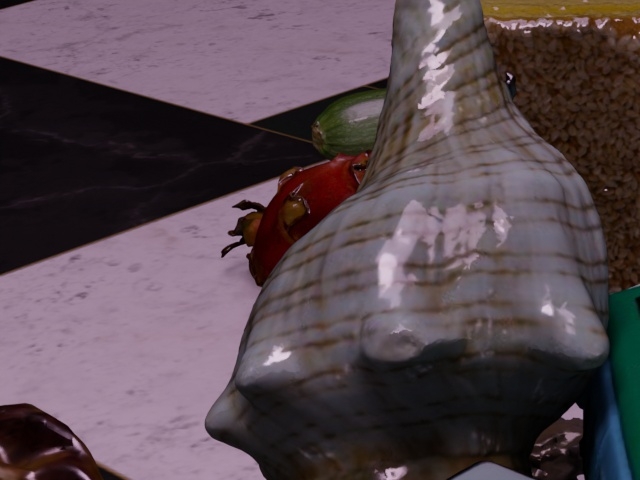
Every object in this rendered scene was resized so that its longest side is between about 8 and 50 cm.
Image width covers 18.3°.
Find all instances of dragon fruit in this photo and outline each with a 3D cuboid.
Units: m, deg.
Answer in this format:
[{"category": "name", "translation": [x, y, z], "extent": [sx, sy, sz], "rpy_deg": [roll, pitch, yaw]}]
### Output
[{"category": "dragon fruit", "translation": [0.000, 0.000, 1.422], "extent": [0.125, 0.125, 0.246], "rpy_deg": [-40, 25, -24]}]

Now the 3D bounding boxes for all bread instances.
[{"category": "bread", "translation": [0.193, -0.058, 1.346], "extent": [0.184, 0.234, 0.110], "rpy_deg": [0, 23, 12]}]

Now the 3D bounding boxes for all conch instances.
[{"category": "conch", "translation": [0.046, 0.043, 0.963], "extent": [0.203, 0.386, 0.169], "rpy_deg": [2, 1, 23]}]

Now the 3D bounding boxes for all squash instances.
[{"category": "squash", "translation": [0.102, -0.102, 1.725], "extent": [0.219, 0.068, 0.077], "rpy_deg": [-4, 5, 5]}]

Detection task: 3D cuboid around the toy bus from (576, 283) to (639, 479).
[{"category": "toy bus", "translation": [0.225, 0.127, 0.925], "extent": [0.199, 0.183, 0.343], "rpy_deg": [-9, 19, 7]}]

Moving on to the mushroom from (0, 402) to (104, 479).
[{"category": "mushroom", "translation": [-0.216, 0.218, 0.611], "extent": [0.331, 0.356, 0.334], "rpy_deg": [46, 10, 38]}]

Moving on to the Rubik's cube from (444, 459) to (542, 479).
[{"category": "Rubik's cube", "translation": [0.072, 0.209, 0.740], "extent": [0.167, 0.183, 0.180], "rpy_deg": [-24, 29, -37]}]

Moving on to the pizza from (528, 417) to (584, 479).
[{"category": "pizza", "translation": [0.066, 0.136, 1.110], "extent": [0.195, 0.052, 0.185], "rpy_deg": [-11, 24, 6]}]
